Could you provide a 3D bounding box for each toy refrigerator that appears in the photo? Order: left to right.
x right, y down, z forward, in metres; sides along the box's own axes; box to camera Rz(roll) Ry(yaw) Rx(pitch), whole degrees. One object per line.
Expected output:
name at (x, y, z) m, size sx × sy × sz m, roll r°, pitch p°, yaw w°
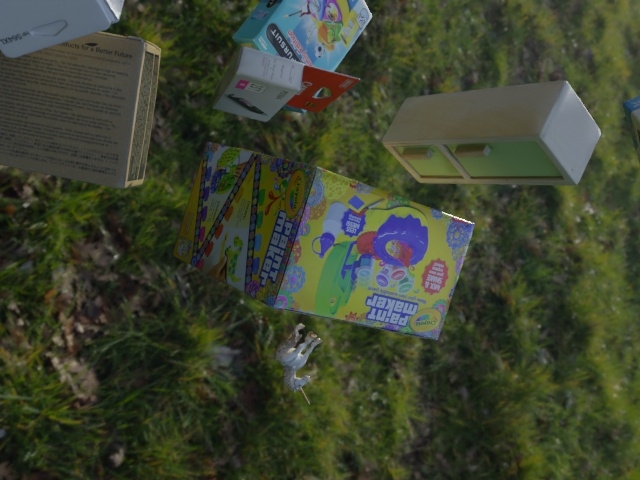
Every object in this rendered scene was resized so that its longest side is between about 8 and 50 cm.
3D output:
toy refrigerator at (0.217, -0.134, 0.996) m, size 0.102 × 0.269 × 0.094 m, roll 41°, pitch 70°, yaw -34°

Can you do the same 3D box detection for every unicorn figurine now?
unicorn figurine at (-0.044, 0.218, 1.379) m, size 0.060 × 0.111 × 0.162 m, roll 33°, pitch -8°, yaw 43°

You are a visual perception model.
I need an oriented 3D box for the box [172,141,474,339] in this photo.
box at (0.000, 0.000, 1.042) m, size 0.290 × 0.279 × 0.177 m, roll 16°, pitch 93°, yaw -39°

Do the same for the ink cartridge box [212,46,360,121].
ink cartridge box at (-0.079, -0.297, 1.520) m, size 0.239 × 0.275 × 0.060 m, roll 13°, pitch 82°, yaw -16°

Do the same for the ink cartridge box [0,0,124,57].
ink cartridge box at (-0.301, -0.320, 0.859) m, size 0.086 × 0.148 × 0.203 m, roll 62°, pitch 20°, yaw -46°

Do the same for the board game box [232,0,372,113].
board game box at (-0.032, -0.522, 1.816) m, size 0.336 × 0.079 × 0.254 m, roll -57°, pitch 139°, yaw -16°

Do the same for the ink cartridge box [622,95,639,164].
ink cartridge box at (0.695, -0.142, 1.406) m, size 0.307 × 0.129 × 0.223 m, roll -76°, pitch 144°, yaw -62°

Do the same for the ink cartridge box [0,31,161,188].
ink cartridge box at (-0.343, -0.183, 0.981) m, size 0.088 × 0.234 × 0.193 m, roll -52°, pitch 153°, yaw -81°
